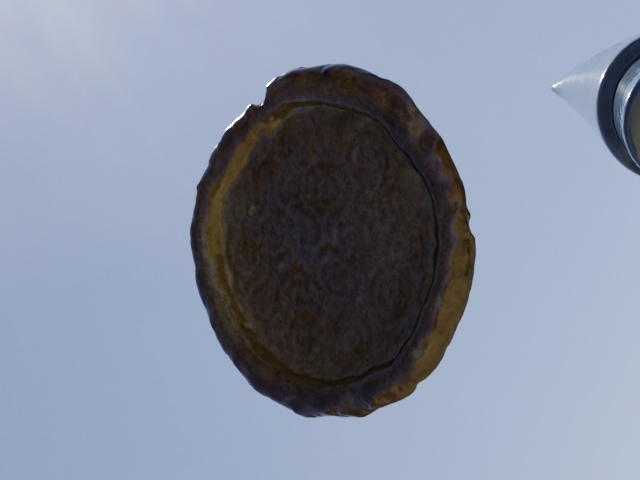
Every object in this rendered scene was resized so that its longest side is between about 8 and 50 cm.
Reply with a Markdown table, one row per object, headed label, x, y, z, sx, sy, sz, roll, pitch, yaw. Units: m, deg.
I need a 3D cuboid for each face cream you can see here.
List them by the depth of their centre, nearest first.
| label | x | y | z | sx | sy | sz | roll | pitch | yaw |
| --- | --- | --- | --- | --- | --- | --- | --- | --- | --- |
| face cream | 0.208 | -0.090 | 1.054 | 0.385 | 0.135 | 0.086 | -54 | -46 | -78 |

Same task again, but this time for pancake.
| label | x | y | z | sx | sy | sz | roll | pitch | yaw |
| --- | --- | --- | --- | --- | --- | --- | --- | --- | --- |
| pancake | 0.001 | 0.000 | 0.924 | 0.021 | 0.199 | 0.199 | -1 | -59 | -48 |
